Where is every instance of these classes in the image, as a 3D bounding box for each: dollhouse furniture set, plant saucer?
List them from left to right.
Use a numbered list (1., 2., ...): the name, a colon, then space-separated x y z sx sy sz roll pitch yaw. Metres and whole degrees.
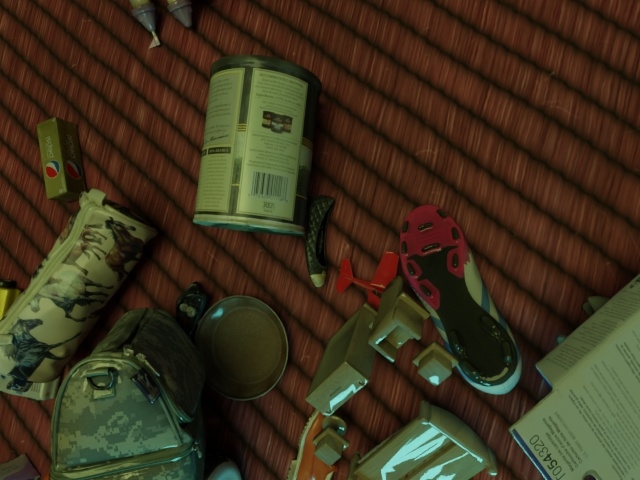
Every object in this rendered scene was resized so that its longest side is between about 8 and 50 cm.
1. plant saucer: -0.150 0.206 0.887 0.198 0.036 0.199 -1 85 16
2. dollhouse furniture set: 0.174 0.273 0.745 0.355 0.174 0.303 38 117 -3

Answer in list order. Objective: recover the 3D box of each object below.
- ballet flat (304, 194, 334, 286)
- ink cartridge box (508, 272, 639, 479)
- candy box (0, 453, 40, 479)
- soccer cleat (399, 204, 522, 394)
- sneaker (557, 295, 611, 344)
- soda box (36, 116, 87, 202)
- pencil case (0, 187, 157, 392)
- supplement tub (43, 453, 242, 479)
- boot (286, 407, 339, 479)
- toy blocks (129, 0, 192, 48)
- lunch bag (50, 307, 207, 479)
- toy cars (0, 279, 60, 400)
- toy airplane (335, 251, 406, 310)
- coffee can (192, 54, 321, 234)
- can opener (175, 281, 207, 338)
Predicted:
1. ballet flat: 0.000 0.000 0.847 0.049 0.057 0.173 -2 85 19
2. ink cartridge box: 0.437 0.242 0.599 0.330 0.071 0.324 -37 99 -4
3. candy box: -0.733 0.572 0.964 0.070 0.165 0.196 42 98 15
4. soccer cleat: 0.221 0.096 0.754 0.116 0.143 0.331 -25 56 13
5. sneaker: 0.411 0.208 0.699 0.121 0.099 0.262 25 85 24
6. soda box: -0.587 -0.182 1.035 0.058 0.061 0.181 -16 81 15
7. pencil case: -0.502 0.089 0.911 0.160 0.183 0.410 35 90 13
8. supplement tub: -0.329 0.491 0.829 0.338 0.207 0.207 -3 85 17
9. boot: 0.000 0.374 0.821 0.084 0.059 0.158 17 99 14
10. toy blocks: -0.302 -0.575 0.930 0.288 0.309 0.260 -11 115 27
11. lunch bag: -0.302 0.262 0.748 0.212 0.305 0.256 -8 98 -10
12. toy cars: -0.741 0.216 1.036 0.176 0.087 0.394 -40 76 10
13. toy airplane: 0.086 0.079 0.813 0.151 0.028 0.151 9 105 35
14. coffee can: -0.112 -0.156 0.819 0.201 0.201 0.275 6 87 17
15. can opener: -0.275 0.176 0.919 0.059 0.073 0.186 22 100 1
